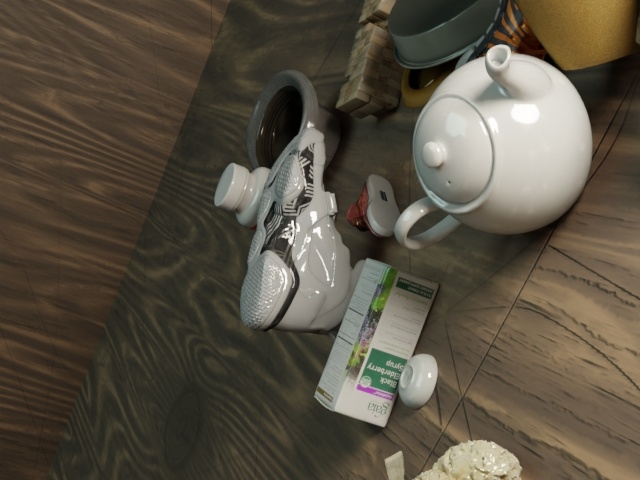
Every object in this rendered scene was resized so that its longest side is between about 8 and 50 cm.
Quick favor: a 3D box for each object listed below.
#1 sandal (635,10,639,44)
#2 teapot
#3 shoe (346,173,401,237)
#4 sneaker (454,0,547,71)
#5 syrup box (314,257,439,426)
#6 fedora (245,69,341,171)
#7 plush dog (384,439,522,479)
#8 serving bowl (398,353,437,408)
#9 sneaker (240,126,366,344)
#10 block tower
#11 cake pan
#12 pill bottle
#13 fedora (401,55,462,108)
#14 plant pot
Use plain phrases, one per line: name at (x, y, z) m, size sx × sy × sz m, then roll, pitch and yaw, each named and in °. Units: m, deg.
sandal at (0.403, -0.241, 1.199) m, size 0.086 × 0.120 × 0.303 m, roll 130°, pitch 155°, yaw -70°
teapot at (0.204, -0.114, 1.345) m, size 0.252 × 0.187 × 0.256 m, roll 4°, pitch 104°, yaw 55°
shoe at (0.091, -0.038, 1.826) m, size 0.081 × 0.063 × 0.178 m, roll -59°, pitch 18°, yaw 28°
sneaker at (0.302, -0.263, 1.475) m, size 0.321 × 0.124 × 0.180 m, roll 117°, pitch 156°, yaw -44°
syrup box at (0.085, 0.156, 1.615) m, size 0.237 × 0.093 × 0.096 m, roll -69°, pitch 22°, yaw -1°
fedora at (-0.044, -0.225, 2.225) m, size 0.244 × 0.124 × 0.275 m, roll -66°, pitch 30°, yaw 13°
plush dog at (0.170, 0.357, 1.145) m, size 0.225 × 0.210 × 0.262 m, roll 13°, pitch 83°, yaw 42°
serving bowl at (0.137, 0.203, 1.538) m, size 0.083 × 0.027 × 0.083 m, roll -51°, pitch 27°, yaw 39°
sneaker at (0.000, 0.000, 1.796) m, size 0.137 × 0.210 × 0.366 m, roll -24°, pitch 50°, yaw 61°
block tower at (0.125, -0.399, 2.030) m, size 0.097 × 0.091 × 0.335 m, roll -15°, pitch 56°, yaw 63°
cake pan at (0.225, -0.395, 1.681) m, size 0.293 × 0.054 × 0.293 m, roll -31°, pitch 30°, yaw 21°
pill bottle at (-0.090, -0.070, 2.064) m, size 0.124 × 0.221 × 0.124 m, roll -50°, pitch 28°, yaw 40°
fedora at (0.216, -0.286, 1.722) m, size 0.194 × 0.079 × 0.194 m, roll -41°, pitch 32°, yaw 33°
plant pot at (0.320, -0.348, 1.292) m, size 0.237 × 0.237 × 0.254 m, roll 14°, pitch 124°, yaw 69°
